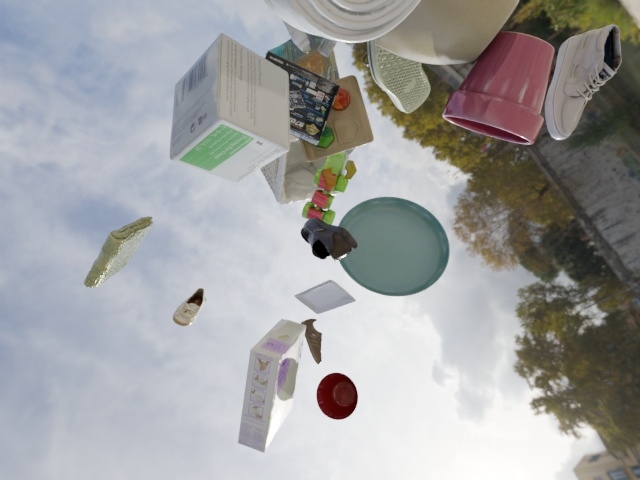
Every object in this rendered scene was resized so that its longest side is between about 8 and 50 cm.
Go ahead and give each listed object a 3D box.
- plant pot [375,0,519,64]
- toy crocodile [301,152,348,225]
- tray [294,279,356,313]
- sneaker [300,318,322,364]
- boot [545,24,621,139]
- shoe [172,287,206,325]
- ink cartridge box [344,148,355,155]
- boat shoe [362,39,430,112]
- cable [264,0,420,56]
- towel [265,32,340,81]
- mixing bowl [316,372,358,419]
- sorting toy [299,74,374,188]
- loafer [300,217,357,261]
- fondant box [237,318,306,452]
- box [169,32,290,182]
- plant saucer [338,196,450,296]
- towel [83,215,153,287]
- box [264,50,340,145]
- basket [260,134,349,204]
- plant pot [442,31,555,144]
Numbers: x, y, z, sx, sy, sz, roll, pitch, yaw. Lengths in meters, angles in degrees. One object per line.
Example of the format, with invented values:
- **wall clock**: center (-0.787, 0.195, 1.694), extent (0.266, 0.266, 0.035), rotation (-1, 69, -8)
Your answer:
- **plant pot**: center (0.267, -0.466, 0.804), extent (0.191, 0.284, 0.284), rotation (34, -143, -3)
- **toy crocodile**: center (0.012, -0.157, 1.473), extent (0.115, 0.341, 0.105), rotation (23, -168, 15)
- **tray**: center (0.016, 0.230, 1.697), extent (0.145, 0.270, 0.030), rotation (40, -129, -18)
- **sneaker**: center (-0.019, 0.412, 1.677), extent (0.066, 0.071, 0.188), rotation (163, 86, -88)
- **boot**: center (0.627, -0.376, 0.972), extent (0.095, 0.123, 0.258), rotation (9, -90, -23)
- **shoe**: center (-0.450, 0.227, 1.420), extent (0.076, 0.058, 0.219), rotation (21, -166, -4)
- **ink cartridge box**: center (0.072, -0.396, 1.402), extent (0.189, 0.066, 0.232), rotation (42, -154, -3)
- **boat shoe**: center (0.231, -0.570, 1.286), extent (0.156, 0.187, 0.500), rotation (55, -166, 18)
- **cable**: center (0.033, -0.335, 0.402), extent (0.089, 0.257, 0.257), rotation (48, -170, 35)
- **towel**: center (-0.074, -0.625, 1.464), extent (0.040, 0.271, 0.370), rotation (43, -148, -50)
- **mixing bowl**: center (0.084, 0.637, 1.688), extent (0.098, 0.181, 0.181), rotation (30, -146, -62)
- **sorting toy**: center (0.048, -0.331, 1.266), extent (0.041, 0.229, 0.307), rotation (-122, 15, -82)
- **loafer**: center (0.000, 0.000, 0.994), extent (0.078, 0.220, 0.080), rotation (-45, -68, -15)
- **fondant box**: center (-0.150, 0.449, 1.299), extent (0.096, 0.330, 0.238), rotation (12, -165, 14)
- **box**: center (-0.096, -0.133, 0.435), extent (0.087, 0.101, 0.102), rotation (14, -115, -42)
- **plant saucer**: center (0.198, 0.017, 1.149), extent (0.317, 0.044, 0.318), rotation (0, -121, 1)
- **towel**: center (-0.334, 0.015, 0.683), extent (0.027, 0.110, 0.148), rotation (33, -169, -11)
- **box**: center (-0.077, -0.388, 1.126), extent (0.220, 0.051, 0.175), rotation (21, -97, -12)
- **basket**: center (-0.078, -0.380, 1.812), extent (0.331, 0.328, 0.266), rotation (-14, -133, -27)
- **plant pot**: center (0.382, -0.316, 0.852), extent (0.201, 0.180, 0.201), rotation (18, -166, -5)
